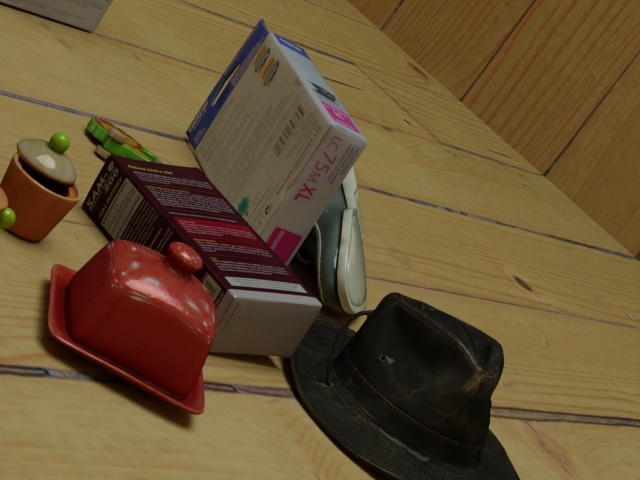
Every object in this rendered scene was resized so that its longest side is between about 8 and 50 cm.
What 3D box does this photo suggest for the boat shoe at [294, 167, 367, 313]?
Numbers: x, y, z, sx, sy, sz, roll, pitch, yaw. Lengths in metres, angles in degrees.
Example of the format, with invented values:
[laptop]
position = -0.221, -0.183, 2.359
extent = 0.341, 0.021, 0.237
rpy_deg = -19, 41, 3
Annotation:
[boat shoe]
position = 0.000, 0.000, 2.234
extent = 0.099, 0.116, 0.319
rpy_deg = -7, 27, 4

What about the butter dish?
[butter dish]
position = -0.147, 0.053, 1.659
extent = 0.160, 0.118, 0.160
rpy_deg = 31, 17, -18

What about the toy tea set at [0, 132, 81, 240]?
[toy tea set]
position = -0.333, -0.090, 1.667
extent = 0.200, 0.124, 0.336
rpy_deg = 41, 16, 17

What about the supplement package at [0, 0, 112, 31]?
[supplement package]
position = -0.339, -0.447, 2.438
extent = 0.199, 0.263, 0.198
rpy_deg = 44, 17, 29

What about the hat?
[hat]
position = 0.116, 0.141, 1.940
extent = 0.331, 0.134, 0.331
rpy_deg = 34, 15, -10

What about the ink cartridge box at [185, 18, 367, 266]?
[ink cartridge box]
position = -0.058, -0.120, 2.226
extent = 0.065, 0.186, 0.311
rpy_deg = 23, 19, -31

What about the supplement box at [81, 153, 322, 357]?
[supplement box]
position = -0.121, 0.014, 1.895
extent = 0.130, 0.073, 0.239
rpy_deg = 8, 32, -47

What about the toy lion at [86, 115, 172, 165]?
[toy lion]
position = -0.219, -0.105, 2.141
extent = 0.100, 0.034, 0.096
rpy_deg = 32, 9, -17
